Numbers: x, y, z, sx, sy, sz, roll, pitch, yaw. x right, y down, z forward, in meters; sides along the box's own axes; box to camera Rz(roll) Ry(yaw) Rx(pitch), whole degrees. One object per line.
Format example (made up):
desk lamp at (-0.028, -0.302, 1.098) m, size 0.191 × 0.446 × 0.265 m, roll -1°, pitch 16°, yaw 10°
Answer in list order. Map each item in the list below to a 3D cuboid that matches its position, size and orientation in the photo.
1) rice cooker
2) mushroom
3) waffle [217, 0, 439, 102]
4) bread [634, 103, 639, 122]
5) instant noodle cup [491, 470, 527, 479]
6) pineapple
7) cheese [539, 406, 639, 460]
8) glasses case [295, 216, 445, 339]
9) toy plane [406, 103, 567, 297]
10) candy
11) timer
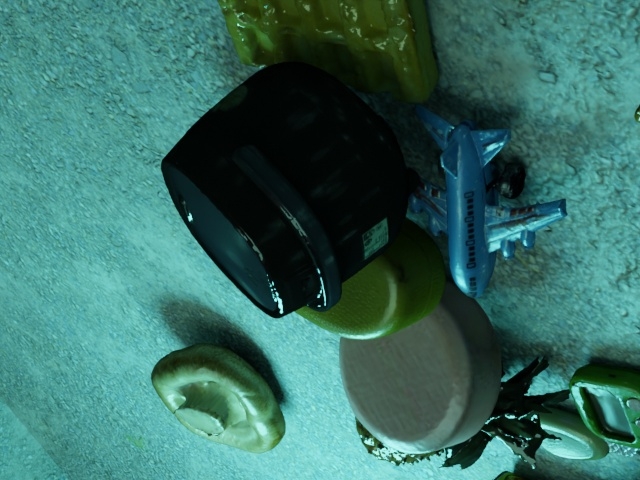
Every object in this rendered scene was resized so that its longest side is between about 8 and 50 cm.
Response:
rice cooker at (-0.030, -0.058, 1.354) m, size 0.267 × 0.224 × 0.267 m, roll 47°, pitch 162°, yaw 20°
mushroom at (-0.185, 0.294, 2.229) m, size 0.278 × 0.146 × 0.278 m, roll 18°, pitch 140°, yaw 15°
waffle at (0.004, -0.254, 1.345) m, size 0.274 × 0.057 × 0.168 m, roll 17°, pitch 144°, yaw 32°
bread at (0.367, -0.114, 1.129) m, size 0.132 × 0.074 × 0.053 m, roll 35°, pitch 169°, yaw 8°
instant noodle cup at (0.320, 0.463, 1.895) m, size 0.144 × 0.182 × 0.182 m, roll 32°, pitch 151°, yaw 28°
pineapple at (0.202, 0.256, 1.737) m, size 0.165 × 0.165 × 0.364 m, roll 50°, pitch 147°, yaw -20°
cheese at (0.392, 0.284, 1.692) m, size 0.192 × 0.037 × 0.097 m, roll 6°, pitch 139°, yaw 42°
glasses case at (0.000, 0.000, 1.581) m, size 0.371 × 0.141 × 0.173 m, roll 33°, pitch 125°, yaw 30°
toy plane at (0.178, -0.040, 1.405) m, size 0.254 × 0.105 × 0.271 m, roll 20°, pitch 147°, yaw 30°
candy at (0.130, 0.173, 1.648) m, size 0.255 × 0.094 × 0.255 m, roll 6°, pitch 99°, yaw 44°
timer at (0.401, 0.219, 1.583) m, size 0.128 × 0.047 × 0.140 m, roll 6°, pitch 137°, yaw 41°
